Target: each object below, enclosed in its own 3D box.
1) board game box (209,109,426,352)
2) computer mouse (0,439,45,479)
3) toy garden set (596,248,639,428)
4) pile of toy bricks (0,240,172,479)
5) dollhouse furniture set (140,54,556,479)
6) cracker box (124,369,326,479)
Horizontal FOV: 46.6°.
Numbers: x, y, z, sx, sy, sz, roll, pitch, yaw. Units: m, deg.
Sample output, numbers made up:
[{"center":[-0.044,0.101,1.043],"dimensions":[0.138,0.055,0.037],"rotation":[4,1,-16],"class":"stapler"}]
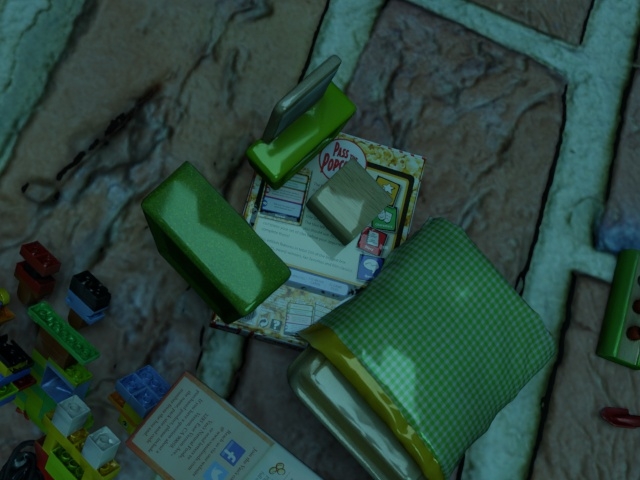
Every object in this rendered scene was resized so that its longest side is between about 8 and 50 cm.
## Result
[{"center":[0.000,0.000,0.649],"dimensions":[0.146,0.045,0.194],"rotation":[17,76,-6],"class":"board game box"},{"center":[-0.306,0.165,0.471],"dimensions":[0.262,0.060,0.184],"rotation":[50,33,-34],"class":"computer mouse"},{"center":[0.377,0.140,0.685],"dimensions":[0.244,0.049,0.204],"rotation":[21,75,-5],"class":"toy garden set"},{"center":[-0.206,0.104,0.561],"dimensions":[0.212,0.105,0.118],"rotation":[39,32,18],"class":"pile of toy bricks"},{"center":[0.047,0.035,0.547],"dimensions":[0.197,0.151,0.301],"rotation":[-43,89,-15],"class":"dollhouse furniture set"},{"center":[-0.010,0.199,0.510],"dimensions":[0.232,0.156,0.067],"rotation":[33,73,21],"class":"cracker box"}]
